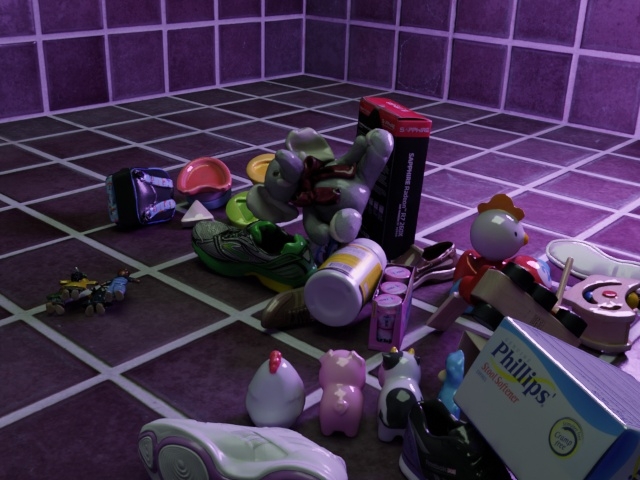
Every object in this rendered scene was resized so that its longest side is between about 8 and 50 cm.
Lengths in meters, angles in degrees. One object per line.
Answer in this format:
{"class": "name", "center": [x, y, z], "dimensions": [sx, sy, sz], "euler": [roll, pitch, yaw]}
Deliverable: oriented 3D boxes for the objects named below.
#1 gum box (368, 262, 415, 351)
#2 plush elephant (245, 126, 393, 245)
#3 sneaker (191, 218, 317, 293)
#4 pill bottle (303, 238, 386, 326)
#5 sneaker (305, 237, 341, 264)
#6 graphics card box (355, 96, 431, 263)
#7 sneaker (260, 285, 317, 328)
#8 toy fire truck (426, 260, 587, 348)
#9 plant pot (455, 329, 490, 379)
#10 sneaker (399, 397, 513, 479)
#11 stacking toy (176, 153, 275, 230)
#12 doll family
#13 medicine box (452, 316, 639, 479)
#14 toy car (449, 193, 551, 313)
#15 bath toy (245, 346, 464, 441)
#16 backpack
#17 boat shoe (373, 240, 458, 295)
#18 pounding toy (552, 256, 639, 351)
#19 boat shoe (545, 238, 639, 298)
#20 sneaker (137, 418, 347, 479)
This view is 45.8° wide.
{"class": "gum box", "center": [0.141, 0.132, 1.495], "dimensions": [0.062, 0.107, 0.188], "euler": [7, 23, 12]}
{"class": "plush elephant", "center": [-0.016, -0.131, 1.705], "dimensions": [0.255, 0.272, 0.330], "euler": [24, -13, -2]}
{"class": "sneaker", "center": [-0.152, 0.004, 1.707], "dimensions": [0.343, 0.146, 0.134], "euler": [14, 40, 30]}
{"class": "pill bottle", "center": [0.057, 0.078, 1.535], "dimensions": [0.119, 0.119, 0.208], "euler": [10, 25, 20]}
{"class": "sneaker", "center": [0.000, 0.000, 1.864], "dimensions": [0.082, 0.071, 0.191], "euler": [3, 21, 17]}
{"class": "graphics card box", "center": [0.154, -0.135, 1.803], "dimensions": [0.094, 0.371, 0.233], "euler": [-2, 21, -20]}
{"class": "sneaker", "center": [-0.038, 0.136, 1.530], "dimensions": [0.071, 0.066, 0.188], "euler": [24, 32, 32]}
{"class": "toy fire truck", "center": [0.330, 0.148, 1.422], "dimensions": [0.217, 0.158, 0.246], "euler": [38, -6, -16]}
{"class": "plant pot", "center": [0.290, 0.229, 1.287], "dimensions": [0.096, 0.109, 0.109], "euler": [9, 20, -16]}
{"class": "sneaker", "center": [0.204, 0.319, 1.023], "dimensions": [0.107, 0.124, 0.283], "euler": [-13, 27, -31]}
{"class": "stacking toy", "center": [-0.241, -0.101, 2.107], "dimensions": [0.308, 0.130, 0.280], "euler": [0, 48, 3]}
{"class": "doll family", "center": [-0.473, 0.102, 1.575], "dimensions": [0.192, 0.076, 0.111], "euler": [6, 18, -4]}
{"class": "medicine box", "center": [0.368, 0.262, 0.996], "dimensions": [0.289, 0.149, 0.263], "euler": [24, 12, -26]}
{"class": "toy car", "center": [0.396, 0.020, 1.620], "dimensions": [0.210, 0.238, 0.219], "euler": [12, 25, 22]}
{"class": "bath toy", "center": [0.053, 0.233, 1.218], "dimensions": [0.348, 0.129, 0.151], "euler": [1, 22, 0]}
{"class": "backpack", "center": [-0.465, -0.116, 2.002], "dimensions": [0.116, 0.158, 0.173], "euler": [-8, 3, 25]}
{"class": "boat shoe", "center": [0.203, 0.053, 1.710], "dimensions": [0.257, 0.095, 0.095], "euler": [-14, 27, -34]}
{"class": "pounding toy", "center": [0.562, 0.117, 1.504], "dimensions": [0.154, 0.155, 0.269], "euler": [16, 26, 42]}
{"class": "boat shoe", "center": [0.631, 0.068, 1.704], "dimensions": [0.254, 0.079, 0.095], "euler": [16, 66, 19]}
{"class": "sneaker", "center": [-0.108, 0.316, 1.064], "dimensions": [0.305, 0.114, 0.152], "euler": [13, 10, 14]}
